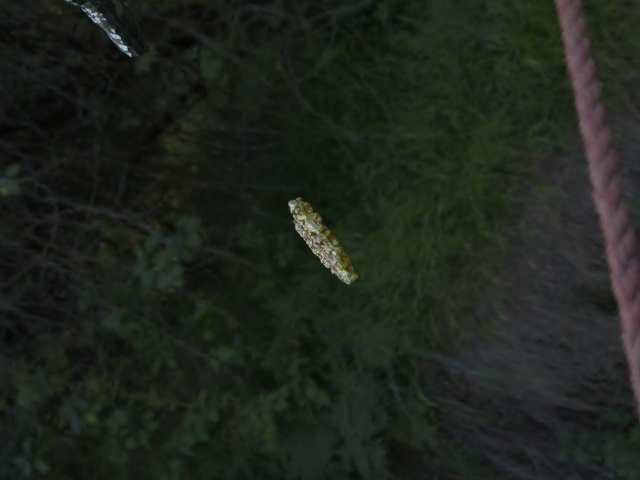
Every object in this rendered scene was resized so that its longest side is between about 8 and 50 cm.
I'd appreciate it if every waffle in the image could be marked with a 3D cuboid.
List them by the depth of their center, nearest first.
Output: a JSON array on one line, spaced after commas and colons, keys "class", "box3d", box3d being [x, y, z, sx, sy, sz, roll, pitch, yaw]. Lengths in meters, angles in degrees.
[{"class": "waffle", "box3d": [0.001, 0.002, 0.862, 0.016, 0.078, 0.085, -36, -3, -6]}]

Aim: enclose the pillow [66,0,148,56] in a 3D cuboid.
[{"class": "pillow", "box3d": [-0.229, -0.245, 0.852, 0.034, 0.189, 0.255, -40, -14, 6]}]
